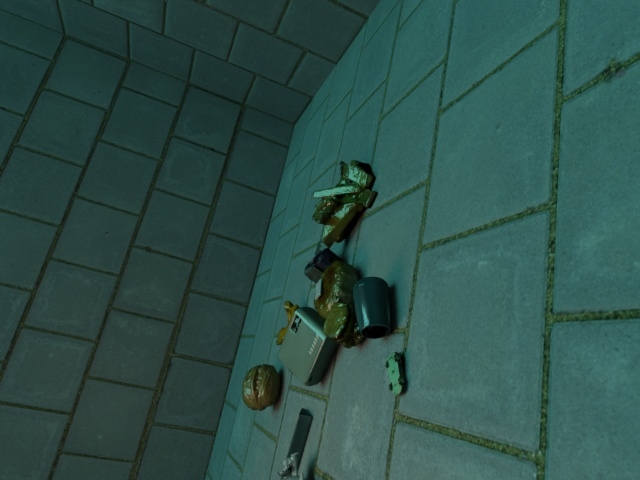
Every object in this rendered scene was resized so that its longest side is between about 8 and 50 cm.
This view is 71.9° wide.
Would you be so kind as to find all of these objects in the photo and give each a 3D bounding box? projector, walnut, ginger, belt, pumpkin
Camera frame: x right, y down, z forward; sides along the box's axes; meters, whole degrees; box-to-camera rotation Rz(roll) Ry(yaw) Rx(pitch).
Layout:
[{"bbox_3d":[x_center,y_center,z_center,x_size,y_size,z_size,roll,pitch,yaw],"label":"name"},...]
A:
[{"bbox_3d":[-0.047,0.424,1.783,0.198,0.108,0.250,35,111,39],"label":"projector"},{"bbox_3d":[-0.301,0.743,2.235,0.245,0.198,0.198,-91,25,-50],"label":"walnut"},{"bbox_3d":[0.080,-0.203,1.969,0.358,0.211,0.413,-48,29,49],"label":"ginger"},{"bbox_3d":[0.020,0.124,1.975,0.139,0.126,0.230,-54,8,-26],"label":"belt"},{"bbox_3d":[-0.121,0.431,2.190,0.131,0.149,0.253,-14,42,19],"label":"pumpkin"}]

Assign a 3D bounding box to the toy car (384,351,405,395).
[{"bbox_3d":[0.217,0.380,1.262,0.059,0.035,0.121,125,147,-44],"label":"toy car"}]

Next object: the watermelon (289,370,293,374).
[{"bbox_3d":[-0.069,0.506,1.955,0.128,0.159,0.303,69,-160,-48],"label":"watermelon"}]

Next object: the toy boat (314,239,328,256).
[{"bbox_3d":[0.006,0.033,2.246,0.149,0.034,0.105,125,154,-45],"label":"toy boat"}]

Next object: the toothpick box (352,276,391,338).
[{"bbox_3d":[0.170,0.219,1.426,0.120,0.120,0.184,124,153,-43],"label":"toothpick box"}]

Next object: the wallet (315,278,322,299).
[{"bbox_3d":[-0.007,0.196,1.762,0.044,0.011,0.083,-53,22,38],"label":"wallet"}]

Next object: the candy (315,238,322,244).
[{"bbox_3d":[0.000,0.000,2.322,0.083,0.025,0.023,-43,15,45],"label":"candy"}]

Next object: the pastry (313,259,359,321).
[{"bbox_3d":[0.069,0.198,1.760,0.235,0.121,0.257,-57,21,31],"label":"pastry"}]

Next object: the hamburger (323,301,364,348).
[{"bbox_3d":[0.105,0.296,1.549,0.185,0.131,0.159,4,68,66],"label":"hamburger"}]

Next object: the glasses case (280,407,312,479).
[{"bbox_3d":[-0.093,0.824,1.775,0.105,0.056,0.266,49,-122,-82],"label":"glasses case"}]

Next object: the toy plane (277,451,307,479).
[{"bbox_3d":[-0.078,0.882,1.556,0.245,0.118,0.244,179,90,-66],"label":"toy plane"}]
